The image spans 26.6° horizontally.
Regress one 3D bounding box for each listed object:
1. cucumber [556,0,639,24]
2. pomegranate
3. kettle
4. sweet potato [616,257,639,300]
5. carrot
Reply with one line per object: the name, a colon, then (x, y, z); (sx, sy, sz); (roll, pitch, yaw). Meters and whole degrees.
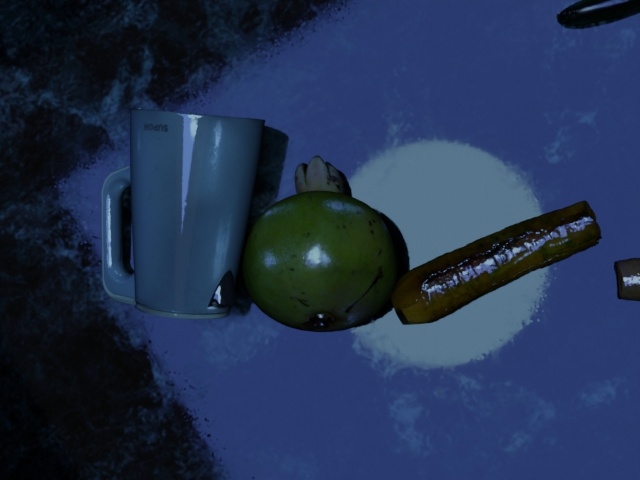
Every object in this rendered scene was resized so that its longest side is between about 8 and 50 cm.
cucumber: (0.369, -0.288, 1.588); (0.184, 0.033, 0.036); (-20, 106, 9)
pomegranate: (-0.009, 0.004, 1.564); (0.179, 0.179, 0.210); (-27, 77, 7)
kettle: (-0.179, -0.035, 1.614); (0.210, 0.160, 0.243); (9, 95, 27)
sweet potato: (0.484, 0.042, 1.545); (0.281, 0.059, 0.067); (-5, 96, 9)
carrot: (0.206, 0.027, 1.585); (0.260, 0.070, 0.070); (-23, 85, 5)
